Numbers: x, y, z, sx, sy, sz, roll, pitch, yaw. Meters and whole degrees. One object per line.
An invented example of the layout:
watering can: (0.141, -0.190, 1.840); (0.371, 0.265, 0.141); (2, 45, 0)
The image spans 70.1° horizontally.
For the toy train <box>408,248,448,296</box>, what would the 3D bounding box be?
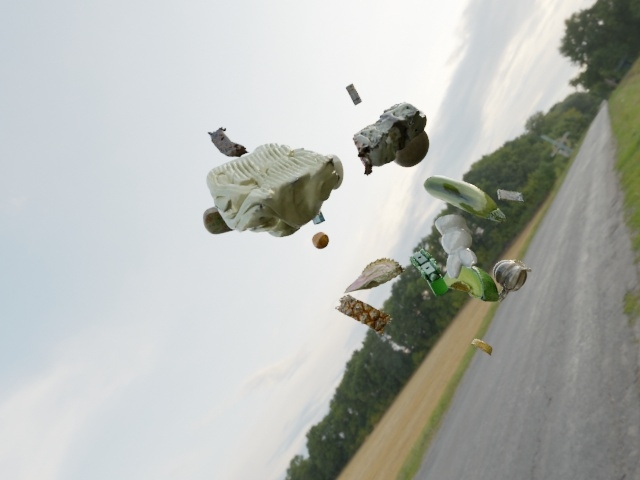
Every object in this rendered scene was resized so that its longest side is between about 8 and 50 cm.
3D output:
toy train: (0.433, 0.122, 1.832); (0.084, 0.119, 0.251); (-30, 17, 7)

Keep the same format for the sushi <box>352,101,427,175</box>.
sushi: (0.221, -0.337, 1.442); (0.332, 0.130, 0.124); (-40, -46, -17)

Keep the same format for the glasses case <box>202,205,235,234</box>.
glasses case: (-0.400, -0.143, 2.377); (0.424, 0.098, 0.157); (-16, -49, -7)

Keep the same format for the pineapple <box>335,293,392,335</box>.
pineapple: (0.131, 0.251, 1.623); (0.135, 0.233, 0.080); (40, -106, -37)

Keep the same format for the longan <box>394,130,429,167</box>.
longan: (0.356, -0.396, 1.859); (0.184, 0.159, 0.205); (-36, -49, -23)

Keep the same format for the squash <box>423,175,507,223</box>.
squash: (0.487, -0.149, 1.540); (0.094, 0.340, 0.095); (-23, -50, -32)

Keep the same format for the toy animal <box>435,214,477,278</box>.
toy animal: (0.460, 0.031, 1.511); (0.103, 0.221, 0.130); (-21, -33, 25)

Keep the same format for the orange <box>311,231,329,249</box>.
orange: (0.001, -0.001, 2.070); (0.083, 0.083, 0.084); (-47, -19, -22)

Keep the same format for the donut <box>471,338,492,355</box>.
donut: (0.710, 0.463, 2.000); (0.067, 0.083, 0.038); (36, -97, -29)

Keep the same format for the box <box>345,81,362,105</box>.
box: (0.184, -0.806, 2.512); (0.050, 0.117, 0.036); (-23, 21, 20)

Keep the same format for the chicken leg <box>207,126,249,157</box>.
chicken leg: (-0.445, -0.459, 2.168); (0.105, 0.234, 0.063); (-50, -12, 19)

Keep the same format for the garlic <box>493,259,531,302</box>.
garlic: (0.779, 0.168, 1.915); (0.127, 0.131, 0.194); (8, -58, -26)

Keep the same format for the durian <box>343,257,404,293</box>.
durian: (0.173, 0.118, 1.560); (0.224, 0.079, 0.140); (-22, -15, 1)

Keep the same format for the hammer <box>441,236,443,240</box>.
hammer: (0.546, -0.025, 1.886); (0.178, 0.065, 0.021); (-20, -37, -37)

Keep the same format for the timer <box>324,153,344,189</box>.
timer: (-0.044, -0.315, 2.162); (0.265, 0.175, 0.175); (-10, -42, -31)

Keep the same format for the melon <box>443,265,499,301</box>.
melon: (0.666, 0.176, 1.944); (0.169, 0.265, 0.129); (12, -88, -26)

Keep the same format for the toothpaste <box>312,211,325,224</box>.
toothpaste: (-0.055, -0.215, 2.529); (0.050, 0.267, 0.065); (-27, -8, 29)

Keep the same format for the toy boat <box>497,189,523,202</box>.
toy boat: (0.889, -0.207, 2.131); (0.016, 0.114, 0.063); (97, -179, -52)

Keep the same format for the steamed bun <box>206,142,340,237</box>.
steamed bun: (-0.132, -0.124, 1.375); (0.347, 0.393, 0.238); (-81, -17, -49)
